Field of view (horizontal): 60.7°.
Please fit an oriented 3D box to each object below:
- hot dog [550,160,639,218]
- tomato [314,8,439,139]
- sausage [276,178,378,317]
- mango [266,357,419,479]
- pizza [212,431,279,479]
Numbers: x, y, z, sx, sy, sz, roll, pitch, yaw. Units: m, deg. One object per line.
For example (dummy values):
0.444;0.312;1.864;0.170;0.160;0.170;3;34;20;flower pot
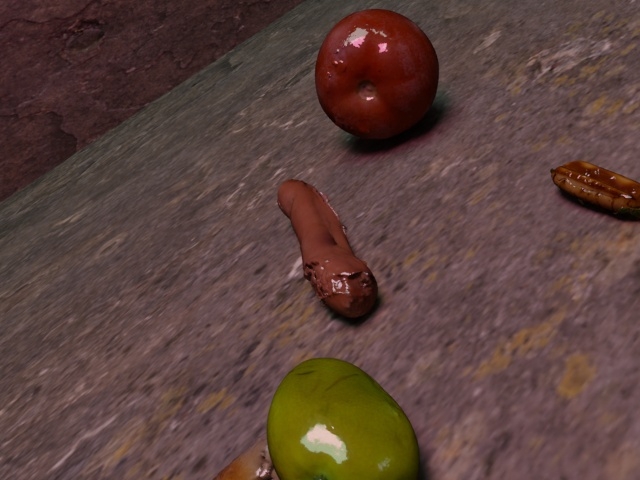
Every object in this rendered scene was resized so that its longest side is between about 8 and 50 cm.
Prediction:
0.300;-0.054;0.587;0.049;0.037;0.122;-23;35;-12;hot dog
0.094;-0.275;0.911;0.208;0.208;0.184;-13;28;25;tomato
0.000;-0.001;0.713;0.078;0.078;0.304;-28;32;1;sausage
0.011;0.154;0.439;0.117;0.089;0.163;10;12;-21;mango
-0.075;0.243;0.434;0.185;0.052;0.195;-4;42;46;pizza
